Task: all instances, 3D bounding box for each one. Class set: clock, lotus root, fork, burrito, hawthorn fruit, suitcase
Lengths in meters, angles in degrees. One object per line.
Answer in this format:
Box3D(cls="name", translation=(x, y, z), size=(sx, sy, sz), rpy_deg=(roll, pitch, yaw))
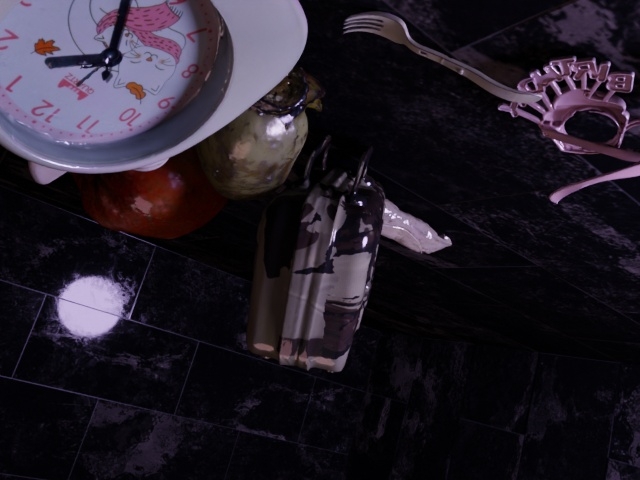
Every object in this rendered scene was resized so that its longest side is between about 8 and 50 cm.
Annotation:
Box3D(cls="clock", translation=(-0.190, -0.178, 0.498), size=(0.324, 0.108, 0.265), rpy_deg=(-34, 155, 9))
Box3D(cls="lotus root", translation=(-0.096, -0.140, 0.766), size=(0.173, 0.173, 0.309), rpy_deg=(18, 161, -7))
Box3D(cls="fork", translation=(0.129, -0.193, 0.586), size=(0.220, 0.028, 0.034), rpy_deg=(23, 158, 3))
Box3D(cls="burrito", translation=(0.156, -0.032, 1.136), size=(0.275, 0.059, 0.082), rpy_deg=(25, 149, -32))
Box3D(cls="hawthorn fruit", translation=(-0.254, -0.131, 0.940), size=(0.254, 0.253, 0.300), rpy_deg=(8, -169, 29))
Box3D(cls="suitcase", translation=(0.000, 0.000, 0.912), size=(0.194, 0.338, 0.351), rpy_deg=(12, -162, 6))

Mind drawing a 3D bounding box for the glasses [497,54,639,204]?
Box3D(cls="glasses", translation=(0.310, -0.118, 0.574), size=(0.256, 0.095, 0.162), rpy_deg=(4, 144, 35))
